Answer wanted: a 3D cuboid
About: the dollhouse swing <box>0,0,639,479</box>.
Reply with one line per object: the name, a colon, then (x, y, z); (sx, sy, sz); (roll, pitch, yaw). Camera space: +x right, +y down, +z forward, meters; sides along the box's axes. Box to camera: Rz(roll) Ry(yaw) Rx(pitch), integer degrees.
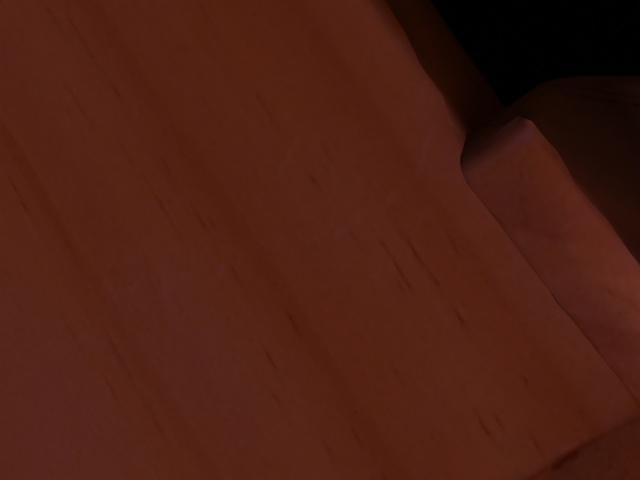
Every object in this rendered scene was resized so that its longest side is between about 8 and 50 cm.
dollhouse swing: (0.000, 0.000, 0.673); (0.315, 0.305, 0.347); (-7, 156, -49)
